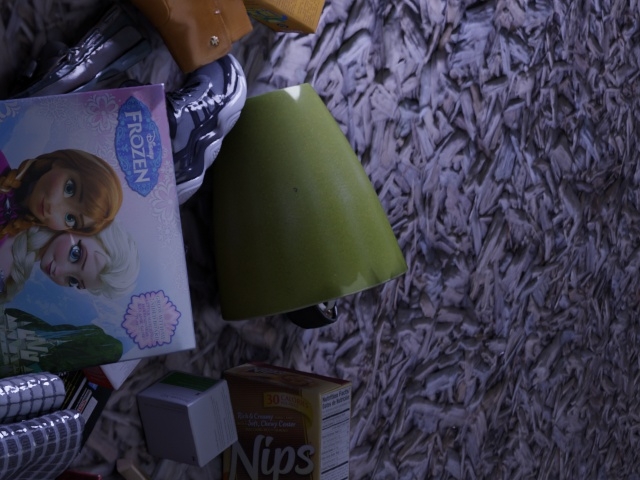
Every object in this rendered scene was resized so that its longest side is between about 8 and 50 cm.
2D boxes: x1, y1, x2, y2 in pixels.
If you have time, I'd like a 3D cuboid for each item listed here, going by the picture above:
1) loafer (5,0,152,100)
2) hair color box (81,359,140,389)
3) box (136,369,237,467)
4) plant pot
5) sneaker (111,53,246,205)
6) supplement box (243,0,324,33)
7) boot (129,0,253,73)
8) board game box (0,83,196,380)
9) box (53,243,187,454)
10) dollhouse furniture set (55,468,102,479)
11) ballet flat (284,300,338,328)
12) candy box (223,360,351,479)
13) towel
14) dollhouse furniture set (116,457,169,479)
[{"bbox_3d":[-0.314,-0.217,1.850,0.267,0.096,0.084,-42,109,-51],"label":"loafer"},{"bbox_3d":[-0.277,0.094,1.851,0.093,0.053,0.167,-53,137,-31],"label":"hair color box"},{"bbox_3d":[-0.186,0.248,2.099,0.087,0.101,0.102,-34,122,-46],"label":"box"},{"bbox_3d":[-0.045,-0.064,2.127,0.274,0.274,0.294,-21,97,-51],"label":"plant pot"},{"bbox_3d":[-0.196,-0.180,1.994,0.153,0.101,0.269,49,49,-36],"label":"sneaker"},{"bbox_3d":[-0.088,-0.363,2.126,0.233,0.078,0.080,18,83,-54],"label":"supplement box"},{"bbox_3d":[-0.209,-0.309,1.896,0.295,0.104,0.211,-28,105,-42],"label":"boot"},{"bbox_3d":[-0.318,-0.006,1.720,0.318,0.066,0.319,-9,96,-21],"label":"board game box"},{"bbox_3d":[-0.324,0.069,1.892,0.257,0.079,0.322,51,57,-48],"label":"box"},{"bbox_3d":[-0.318,0.484,1.905,0.201,0.152,0.374,28,75,-45],"label":"dollhouse furniture set"},{"bbox_3d":[0.000,0.000,2.309,0.095,0.096,0.281,-18,112,-52],"label":"ballet flat"},{"bbox_3d":[-0.052,0.352,2.237,0.087,0.182,0.317,-15,109,-53],"label":"candy box"},{"bbox_3d":[-0.419,0.267,1.634,0.235,0.283,0.121,-12,65,-54],"label":"towel"},{"bbox_3d":[-0.264,0.352,2.094,0.081,0.091,0.114,-37,111,7],"label":"dollhouse furniture set"}]
